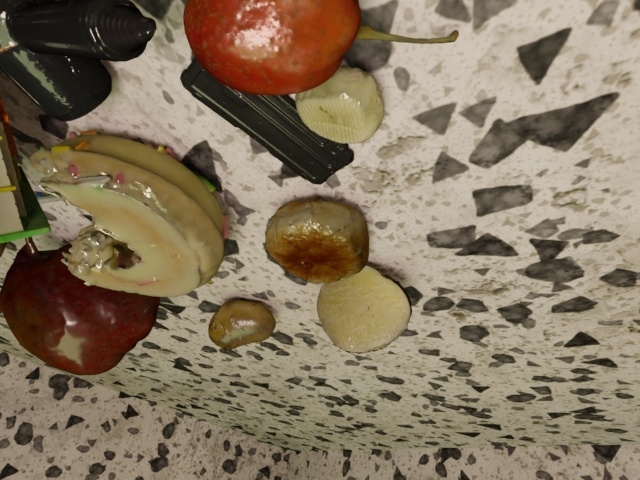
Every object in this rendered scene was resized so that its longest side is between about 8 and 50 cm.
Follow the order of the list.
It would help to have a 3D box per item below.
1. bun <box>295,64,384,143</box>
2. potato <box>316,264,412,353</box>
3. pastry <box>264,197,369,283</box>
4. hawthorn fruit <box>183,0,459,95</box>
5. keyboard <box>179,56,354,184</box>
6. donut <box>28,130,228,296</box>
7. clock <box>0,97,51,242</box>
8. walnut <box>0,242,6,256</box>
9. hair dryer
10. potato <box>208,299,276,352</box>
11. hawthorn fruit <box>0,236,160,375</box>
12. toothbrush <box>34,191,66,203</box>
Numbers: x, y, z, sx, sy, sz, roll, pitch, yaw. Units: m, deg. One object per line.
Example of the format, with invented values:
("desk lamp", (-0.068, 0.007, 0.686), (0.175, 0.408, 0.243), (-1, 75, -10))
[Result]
("bun", (0.027, -0.177, 0.508), (0.115, 0.069, 0.115), (20, 163, 7))
("potato", (0.106, 0.139, 0.859), (0.202, 0.182, 0.117), (-35, 163, 24))
("pastry", (0.000, 0.000, 0.727), (0.182, 0.093, 0.192), (-8, 143, 24))
("hawthorn fruit", (0.012, -0.212, 0.407), (0.286, 0.165, 0.165), (10, 144, -12))
("keyboard", (-0.070, -0.175, 0.581), (0.262, 0.016, 0.106), (34, 139, -27))
("donut", (-0.322, -0.027, 0.733), (0.308, 0.150, 0.371), (17, 142, -10))
("clock", (-0.497, -0.157, 0.576), (0.220, 0.106, 0.255), (41, 133, 33))
("walnut", (-0.755, -0.011, 0.737), (0.286, 0.284, 0.296), (2, 174, 14))
("hair dryer", (-0.262, -0.206, 0.428), (0.353, 0.107, 0.189), (23, 155, 34))
("potato", (-0.207, 0.218, 1.056), (0.176, 0.137, 0.137), (-9, 143, -6))
("hawthorn fruit", (-0.557, 0.158, 0.938), (0.325, 0.307, 0.308), (22, 144, -33))
("toothbrush", (-0.605, -0.093, 0.833), (0.387, 0.040, 0.040), (-5, 140, 19))
